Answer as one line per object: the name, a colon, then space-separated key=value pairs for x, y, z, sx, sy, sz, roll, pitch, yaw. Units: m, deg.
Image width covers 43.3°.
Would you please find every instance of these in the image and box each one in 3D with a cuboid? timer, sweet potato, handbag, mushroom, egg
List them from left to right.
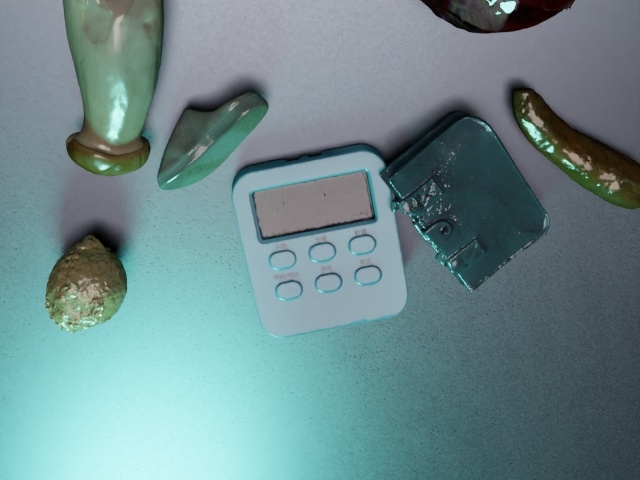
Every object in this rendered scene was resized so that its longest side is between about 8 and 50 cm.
egg: x=-0.341 y=0.067 z=1.170 sx=0.118 sy=0.116 sz=0.140 roll=40 pitch=106 yaw=9
mushroom: x=-0.262 y=-0.243 z=1.020 sx=0.128 sy=0.128 sz=0.350 roll=8 pitch=120 yaw=-7
timer: x=0.000 y=0.000 z=1.174 sx=0.231 sy=0.091 sz=0.250 roll=-12 pitch=113 yaw=3
handbag: x=0.205 y=-0.052 z=1.147 sx=0.179 sy=0.062 sz=0.229 roll=-40 pitch=113 yaw=-3
sweet potato: x=0.368 y=-0.124 z=1.143 sx=0.273 sy=0.075 sz=0.075 roll=31 pitch=111 yaw=-13

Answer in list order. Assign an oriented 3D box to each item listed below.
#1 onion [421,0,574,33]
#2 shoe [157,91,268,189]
onion: x=0.215 y=-0.365 z=0.946 sx=0.252 sy=0.219 sz=0.252 roll=20 pitch=122 yaw=34
shoe: x=-0.158 y=-0.149 z=1.109 sx=0.195 sy=0.079 sz=0.078 roll=-36 pitch=78 yaw=22
